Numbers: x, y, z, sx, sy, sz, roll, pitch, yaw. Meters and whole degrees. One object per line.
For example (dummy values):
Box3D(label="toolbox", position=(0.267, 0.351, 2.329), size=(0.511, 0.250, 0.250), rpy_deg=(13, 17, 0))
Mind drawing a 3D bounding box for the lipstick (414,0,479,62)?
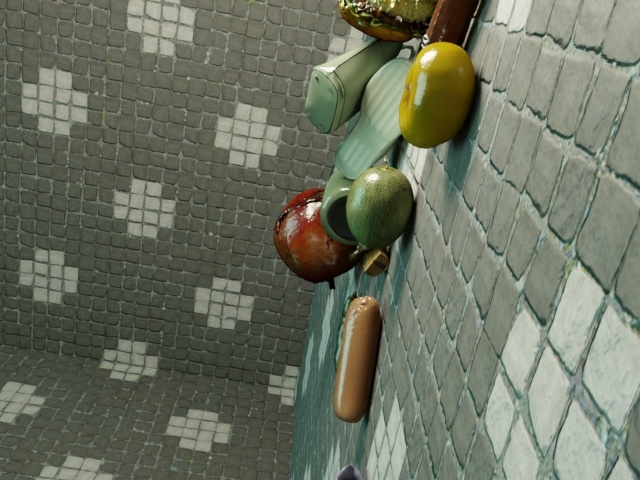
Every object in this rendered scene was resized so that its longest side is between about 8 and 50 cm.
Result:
Box3D(label="lipstick", position=(0.222, -0.373, 1.137), size=(0.418, 0.077, 0.077), rpy_deg=(106, 173, -48))

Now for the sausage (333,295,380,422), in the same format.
Box3D(label="sausage", position=(0.082, 0.267, 1.523), size=(0.086, 0.086, 0.288), rpy_deg=(138, 142, -84))

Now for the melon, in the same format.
Box3D(label="melon", position=(0.122, -0.075, 1.390), size=(0.139, 0.139, 0.192), rpy_deg=(-89, 7, -66))

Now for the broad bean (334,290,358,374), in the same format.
Box3D(label="broad bean", position=(0.073, 0.270, 1.960), size=(0.065, 0.047, 0.254), rpy_deg=(-177, 98, -73))

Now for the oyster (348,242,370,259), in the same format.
Box3D(label="oyster", position=(0.118, -0.004, 1.604), size=(0.200, 0.061, 0.106), rpy_deg=(159, 131, -77))

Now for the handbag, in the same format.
Box3D(label="handbag", position=(0.105, -0.408, 1.650), size=(0.315, 0.109, 0.241), rpy_deg=(-40, -13, -25))

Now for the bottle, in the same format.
Box3D(label="bottle", position=(0.089, -0.131, 1.859), size=(0.347, 0.169, 0.168), rpy_deg=(-83, 4, -63))

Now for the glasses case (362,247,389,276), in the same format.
Box3D(label="glasses case", position=(0.134, 0.027, 1.640), size=(0.064, 0.041, 0.170), rpy_deg=(-52, 15, 19))

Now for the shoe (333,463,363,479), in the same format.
Box3D(label="shoe", position=(0.044, 0.556, 1.322), size=(0.245, 0.095, 0.137), rpy_deg=(-72, -10, -71))

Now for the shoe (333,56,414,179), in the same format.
Box3D(label="shoe", position=(0.164, -0.306, 1.644), size=(0.160, 0.132, 0.363), rpy_deg=(-42, -10, -42))

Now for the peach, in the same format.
Box3D(label="peach", position=(0.188, -0.235, 1.098), size=(0.179, 0.103, 0.179), rpy_deg=(-166, 90, -88))

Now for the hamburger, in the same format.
Box3D(label="hamburger", position=(0.148, -0.539, 1.491), size=(0.261, 0.243, 0.138), rpy_deg=(-95, 22, -44))

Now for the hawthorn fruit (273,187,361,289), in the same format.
Box3D(label="hawthorn fruit", position=(-0.005, -0.015, 2.085), size=(0.316, 0.316, 0.315), rpy_deg=(-170, 90, -86))
